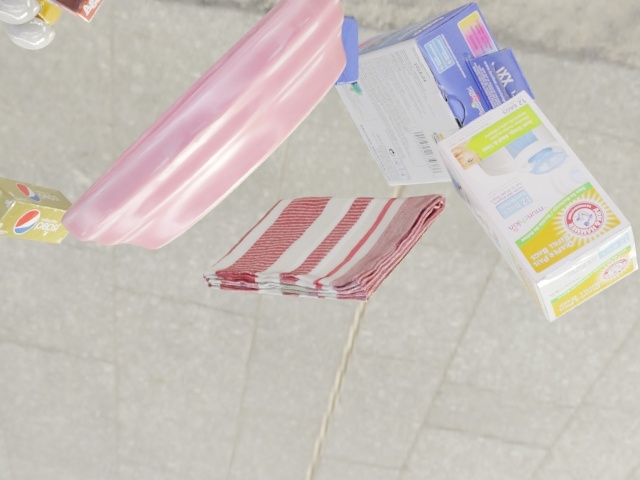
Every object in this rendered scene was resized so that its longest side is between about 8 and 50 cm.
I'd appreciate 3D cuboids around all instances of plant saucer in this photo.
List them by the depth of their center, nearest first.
[{"bbox_3d":[-0.093,-0.107,1.028,0.084,0.332,0.332,46,133,-12],"label":"plant saucer"}]

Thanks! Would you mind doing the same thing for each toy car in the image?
[{"bbox_3d":[-0.442,-0.379,1.613,0.136,0.159,0.182,16,166,7],"label":"toy car"}]

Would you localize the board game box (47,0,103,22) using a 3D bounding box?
[{"bbox_3d":[-0.315,-0.353,1.247,0.281,0.145,0.027,30,178,32],"label":"board game box"}]

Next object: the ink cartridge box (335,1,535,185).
[{"bbox_3d":[0.207,-0.245,1.943,0.270,0.151,0.395,60,159,-14],"label":"ink cartridge box"}]

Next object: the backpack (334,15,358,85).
[{"bbox_3d":[-0.021,-0.256,1.490,0.120,0.098,0.101,8,-170,36],"label":"backpack"}]

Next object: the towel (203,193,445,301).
[{"bbox_3d":[0.000,0.000,1.688,0.329,0.237,0.037,1,126,41],"label":"towel"}]

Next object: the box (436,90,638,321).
[{"bbox_3d":[0.226,-0.036,1.165,0.114,0.203,0.103,-31,147,2],"label":"box"}]

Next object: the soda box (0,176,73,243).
[{"bbox_3d":[-0.418,-0.042,1.588,0.058,0.061,0.181,42,-171,16],"label":"soda box"}]
